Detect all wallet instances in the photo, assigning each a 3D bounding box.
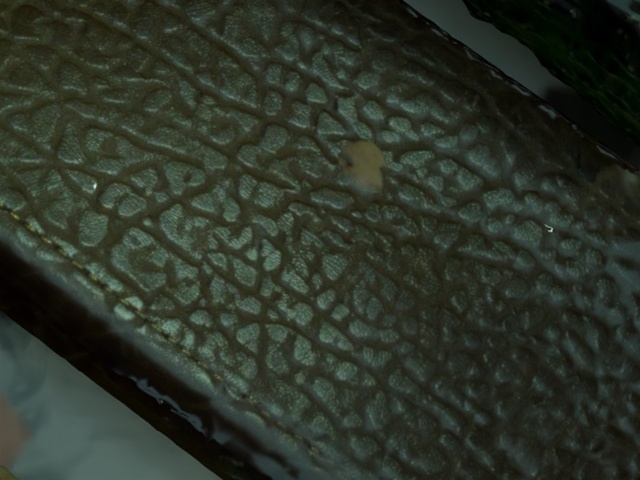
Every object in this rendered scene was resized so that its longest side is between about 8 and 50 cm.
[{"bbox_3d":[0.000,0.000,0.485,0.243,0.039,0.133,35,67,6],"label":"wallet"}]

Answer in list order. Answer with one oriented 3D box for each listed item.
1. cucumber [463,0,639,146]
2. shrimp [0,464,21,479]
[{"bbox_3d":[0.026,-0.099,0.508,0.187,0.058,0.058,36,73,5],"label":"cucumber"},{"bbox_3d":[-0.155,0.082,0.433,0.178,0.075,0.289,-42,94,-13],"label":"shrimp"}]
